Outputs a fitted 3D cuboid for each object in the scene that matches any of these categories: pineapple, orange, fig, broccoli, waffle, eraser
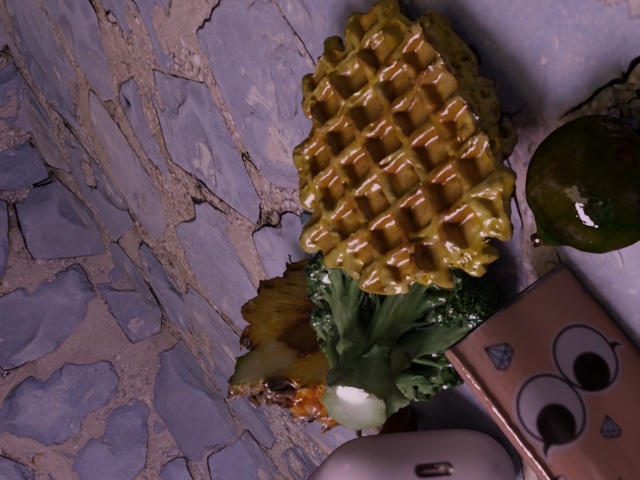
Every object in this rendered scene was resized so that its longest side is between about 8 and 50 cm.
[{"bbox_3d":[-0.021,0.222,1.165,0.344,0.286,0.209,36,147,41],"label":"pineapple"},{"bbox_3d":[0.136,0.325,1.239,0.062,0.086,0.086,23,146,9],"label":"orange"},{"bbox_3d":[0.232,-0.038,0.644,0.117,0.117,0.177,52,170,13],"label":"fig"},{"bbox_3d":[0.086,0.102,0.872,0.270,0.270,0.270,16,131,19],"label":"broccoli"},{"bbox_3d":[0.076,-0.099,0.754,0.307,0.060,0.312,5,94,47],"label":"waffle"},{"bbox_3d":[0.274,0.184,0.729,0.290,0.171,0.087,53,162,12],"label":"eraser"}]

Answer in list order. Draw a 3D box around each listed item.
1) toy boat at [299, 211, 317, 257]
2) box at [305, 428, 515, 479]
[{"bbox_3d":[0.000,-0.001,1.168,0.096,0.034,0.122,-32,75,36],"label":"toy boat"},{"bbox_3d":[0.120,0.391,1.122,0.349,0.288,0.141,111,154,-59],"label":"box"}]
